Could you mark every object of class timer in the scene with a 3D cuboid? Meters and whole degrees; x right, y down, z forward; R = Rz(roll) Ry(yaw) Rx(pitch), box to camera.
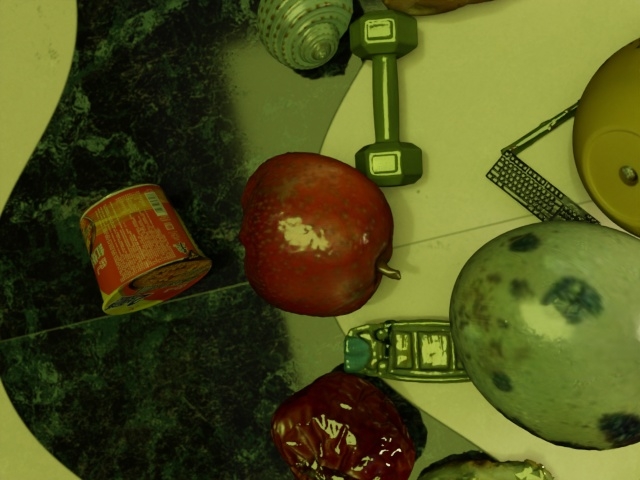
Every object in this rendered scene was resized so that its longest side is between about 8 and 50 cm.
[{"bbox_3d":[0.586,-0.179,1.608,0.387,0.376,0.376,-32,81,-33],"label":"timer"}]

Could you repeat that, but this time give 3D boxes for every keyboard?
[{"bbox_3d":[0.380,-0.070,1.782,0.204,0.013,0.061,39,105,5],"label":"keyboard"}]

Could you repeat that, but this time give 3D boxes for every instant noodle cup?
[{"bbox_3d":[-0.321,0.009,1.857,0.213,0.213,0.174,-29,76,11],"label":"instant noodle cup"}]

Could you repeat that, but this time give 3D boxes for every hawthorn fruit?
[{"bbox_3d":[0.000,0.000,1.745,0.300,0.275,0.275,22,95,11],"label":"hawthorn fruit"}]

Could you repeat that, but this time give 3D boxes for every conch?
[{"bbox_3d":[-0.045,-0.395,1.814,0.200,0.131,0.172,45,126,13],"label":"conch"}]

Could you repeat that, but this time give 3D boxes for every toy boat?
[{"bbox_3d":[0.181,0.191,1.805,0.276,0.084,0.111,-1,87,9],"label":"toy boat"}]

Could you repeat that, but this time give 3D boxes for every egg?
[{"bbox_3d":[0.389,0.140,1.596,0.345,0.428,0.345,-31,45,37],"label":"egg"}]

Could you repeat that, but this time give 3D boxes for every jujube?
[{"bbox_3d":[0.038,0.345,1.774,0.213,0.213,0.232,-38,87,10],"label":"jujube"}]

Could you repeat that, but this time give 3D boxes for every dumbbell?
[{"bbox_3d":[0.113,-0.243,1.800,0.121,0.108,0.301,-1,90,12],"label":"dumbbell"}]

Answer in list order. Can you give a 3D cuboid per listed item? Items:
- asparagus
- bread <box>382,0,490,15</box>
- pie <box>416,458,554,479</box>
[{"bbox_3d":[0.414,-0.214,1.779,0.248,0.025,0.024,-35,59,11],"label":"asparagus"},{"bbox_3d":[0.212,-0.562,1.758,0.328,0.148,0.336,-14,87,12],"label":"bread"},{"bbox_3d":[0.273,0.532,1.774,0.288,0.103,0.354,16,96,18],"label":"pie"}]
